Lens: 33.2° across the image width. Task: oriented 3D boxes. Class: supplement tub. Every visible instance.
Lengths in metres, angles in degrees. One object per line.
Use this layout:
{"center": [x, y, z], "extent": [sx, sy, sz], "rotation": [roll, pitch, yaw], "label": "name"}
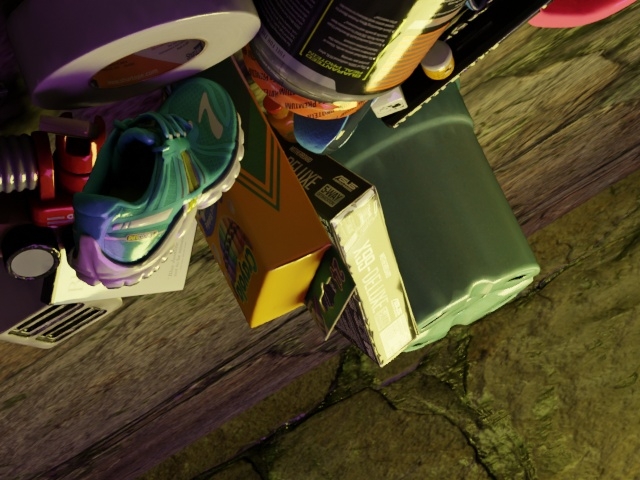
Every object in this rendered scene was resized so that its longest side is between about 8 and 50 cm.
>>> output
{"center": [0.046, -0.261, 1.006], "extent": [0.193, 0.193, 0.316], "rotation": [-18, 162, -33], "label": "supplement tub"}

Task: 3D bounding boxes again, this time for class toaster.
{"center": [-0.373, 0.064, 1.462], "extent": [0.186, 0.110, 0.168], "rotation": [-30, 165, 5], "label": "toaster"}

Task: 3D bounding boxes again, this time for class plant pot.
{"center": [0.142, -0.032, 1.641], "extent": [0.341, 0.334, 0.341], "rotation": [-26, 164, -8], "label": "plant pot"}

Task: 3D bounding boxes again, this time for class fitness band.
{"center": [0.393, -0.376, 1.507], "extent": [0.291, 0.054, 0.209], "rotation": [-10, 156, -46], "label": "fitness band"}

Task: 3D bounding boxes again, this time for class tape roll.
{"center": [-0.168, -0.192, 0.979], "extent": [0.219, 0.072, 0.219], "rotation": [-20, 177, -1], "label": "tape roll"}

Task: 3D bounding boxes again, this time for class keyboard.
{"center": [0.203, -0.266, 1.392], "extent": [0.317, 0.033, 0.201], "rotation": [-37, -160, 17], "label": "keyboard"}

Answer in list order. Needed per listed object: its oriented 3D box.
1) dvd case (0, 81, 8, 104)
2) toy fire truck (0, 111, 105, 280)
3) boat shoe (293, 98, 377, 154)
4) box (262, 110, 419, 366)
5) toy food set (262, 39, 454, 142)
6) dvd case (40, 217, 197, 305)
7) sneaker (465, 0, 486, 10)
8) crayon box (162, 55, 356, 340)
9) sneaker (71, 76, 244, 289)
{"center": [-0.431, -0.092, 1.039], "extent": [0.221, 0.018, 0.164], "rotation": [-13, 158, -45], "label": "dvd case"}
{"center": [-0.294, -0.066, 1.037], "extent": [0.217, 0.158, 0.246], "rotation": [-7, 140, -20], "label": "toy fire truck"}
{"center": [0.042, -0.219, 1.220], "extent": [0.258, 0.109, 0.089], "rotation": [-56, 166, 1], "label": "boat shoe"}
{"center": [0.000, 0.000, 1.439], "extent": [0.076, 0.242, 0.307], "rotation": [-38, 138, -17], "label": "box"}
{"center": [0.039, -0.211, 1.292], "extent": [0.232, 0.111, 0.104], "rotation": [-19, 164, 10], "label": "toy food set"}
{"center": [-0.248, -0.013, 1.397], "extent": [0.253, 0.022, 0.180], "rotation": [-4, 111, -56], "label": "dvd case"}
{"center": [0.201, -0.345, 1.223], "extent": [0.069, 0.082, 0.209], "rotation": [-20, 161, -22], "label": "sneaker"}
{"center": [-0.084, -0.038, 1.243], "extent": [0.083, 0.323, 0.203], "rotation": [-24, 163, -18], "label": "crayon box"}
{"center": [-0.146, -0.074, 0.994], "extent": [0.275, 0.107, 0.110], "rotation": [-66, 161, -46], "label": "sneaker"}
